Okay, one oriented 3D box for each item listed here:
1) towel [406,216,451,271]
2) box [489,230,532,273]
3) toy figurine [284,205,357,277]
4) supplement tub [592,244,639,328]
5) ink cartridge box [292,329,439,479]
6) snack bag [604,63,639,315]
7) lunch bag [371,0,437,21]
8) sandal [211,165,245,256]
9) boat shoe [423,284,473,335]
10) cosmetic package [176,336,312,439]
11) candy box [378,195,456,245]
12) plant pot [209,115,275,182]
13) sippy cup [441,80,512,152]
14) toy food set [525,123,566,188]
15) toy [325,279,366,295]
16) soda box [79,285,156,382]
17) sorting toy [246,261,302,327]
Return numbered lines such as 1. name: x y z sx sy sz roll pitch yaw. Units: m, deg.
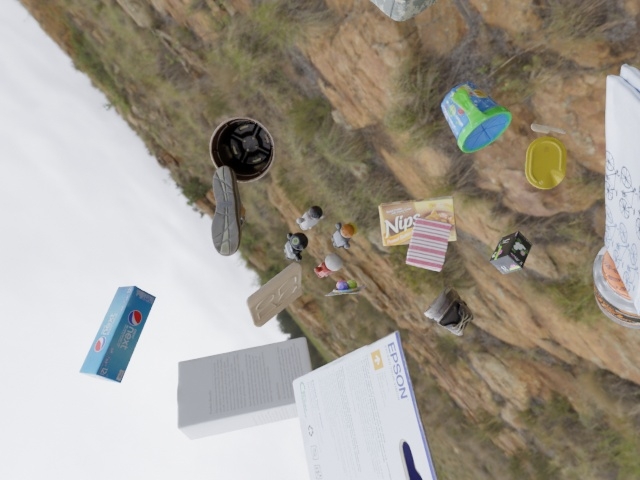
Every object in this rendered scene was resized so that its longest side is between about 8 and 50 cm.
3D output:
1. towel: 0.428 0.013 1.804 0.144 0.197 0.029 13 174 11
2. box: 0.460 0.030 1.098 0.052 0.083 0.062 41 151 -7
3. toy figurine: 0.000 0.000 1.550 0.213 0.209 0.148 32 153 -5
4. supplement tub: 0.755 0.095 1.074 0.193 0.193 0.316 52 -168 34
5. ink cartridge box: 0.077 0.315 0.602 0.330 0.071 0.324 -44 52 52
6. snack bag: 0.433 -0.012 0.580 0.342 0.037 0.323 -79 -27 -50
7. lunch bag: 0.218 -0.806 1.243 0.305 0.212 0.256 52 168 15
8. sandal: -0.220 -0.071 1.114 0.060 0.090 0.219 -7 -85 -58
9. boat shoe: 0.446 0.238 1.515 0.130 0.132 0.355 40 -171 23
10. cosmetic package: -0.247 0.508 1.568 0.161 0.453 0.230 86 173 -52
11. candy box: 0.422 -0.084 1.978 0.087 0.316 0.183 -36 -60 -68
12. plant pot: -0.198 -0.255 1.233 0.167 0.167 0.165 52 -170 -15
13. sippy cup: 0.628 -0.525 1.890 0.305 0.240 0.224 91 154 -64
14. toy food set: 0.765 -0.280 1.559 0.071 0.128 0.218 13 -97 -81
15. toy: 0.113 0.196 1.961 0.237 0.137 0.056 5 -102 -74
16. soda box: -0.461 0.212 1.045 0.067 0.071 0.210 45 -130 -43
17. sorting toy: -0.136 0.161 1.362 0.038 0.193 0.208 45 160 22
